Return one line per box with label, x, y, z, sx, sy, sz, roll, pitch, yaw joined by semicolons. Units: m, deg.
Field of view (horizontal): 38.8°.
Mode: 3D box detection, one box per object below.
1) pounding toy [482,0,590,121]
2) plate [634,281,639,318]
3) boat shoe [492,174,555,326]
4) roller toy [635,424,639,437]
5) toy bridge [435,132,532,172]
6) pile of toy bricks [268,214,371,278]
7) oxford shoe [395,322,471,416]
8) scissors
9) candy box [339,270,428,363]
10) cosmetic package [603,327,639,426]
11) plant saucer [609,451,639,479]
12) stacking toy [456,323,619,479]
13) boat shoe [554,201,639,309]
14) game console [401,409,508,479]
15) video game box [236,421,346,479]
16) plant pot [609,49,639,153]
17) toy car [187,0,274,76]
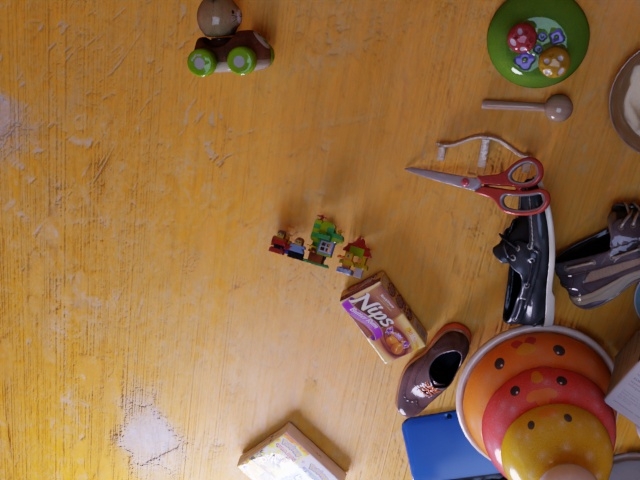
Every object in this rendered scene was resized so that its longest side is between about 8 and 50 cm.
pounding toy;0.384;-0.321;1.623;0.182;0.110;0.237;8;119;9
plate;0.730;0.112;1.830;0.188;0.024;0.188;6;118;10
boat shoe;0.398;0.031;1.802;0.113;0.127;0.340;-8;126;3
roller toy;0.769;0.395;1.881;0.191;0.209;0.146;-11;119;51
toy bridge;0.317;-0.175;1.765;0.188;0.026;0.063;9;117;8
pile of toy bricks;0.000;0.000;1.899;0.212;0.118;0.105;16;88;14
oxford shoe;0.237;0.303;2.000;0.096;0.098;0.271;26;120;-2
scissors;0.296;-0.099;1.749;0.297;0.021;0.109;-1;93;30
candy box;0.139;0.168;1.976;0.109;0.053;0.187;-28;110;24
cosmetic package;0.721;0.175;1.717;0.156;0.217;0.385;34;118;9
plant saucer;0.707;0.609;2.039;0.277;0.041;0.278;0;92;8
stacking toy;0.459;0.397;1.755;0.350;0.480;0.351;1;107;2
boat shoe;0.600;-0.002;1.736;0.130;0.132;0.355;44;117;-13
game console;0.367;0.519;2.130;0.293;0.173;0.250;-12;146;19
video game box;-0.071;0.567;2.244;0.205;0.048;0.187;44;116;-12
plant pot;0.644;-0.258;1.644;0.236;0.032;0.236;5;118;10
toy car;-0.170;-0.407;1.688;0.148;0.155;0.189;0;105;13
